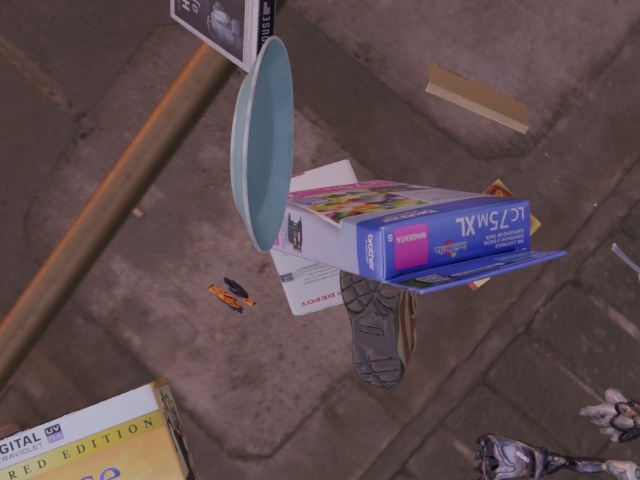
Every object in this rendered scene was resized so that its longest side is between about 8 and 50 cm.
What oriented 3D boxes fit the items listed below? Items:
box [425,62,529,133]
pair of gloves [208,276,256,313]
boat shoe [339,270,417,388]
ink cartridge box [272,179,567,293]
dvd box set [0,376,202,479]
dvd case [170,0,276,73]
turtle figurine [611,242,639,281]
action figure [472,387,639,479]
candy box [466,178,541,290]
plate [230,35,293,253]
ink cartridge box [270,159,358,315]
[{"bbox_3d":[0.296,-0.269,1.675,0.201,0.164,0.021,25,115,0],"label":"box"},{"bbox_3d":[-0.153,0.095,1.559,0.074,0.083,0.010,40,111,8],"label":"pair of gloves"},{"bbox_3d":[0.113,0.102,1.581,0.122,0.120,0.324,12,118,27],"label":"boat shoe"},{"bbox_3d":[0.078,-0.015,0.923,0.311,0.185,0.065,18,115,57],"label":"ink cartridge box"},{"bbox_3d":[-0.195,0.358,0.697,0.307,0.062,0.420,-20,85,0],"label":"dvd box set"},{"bbox_3d":[-0.124,-0.325,1.086,0.238,0.029,0.179,41,136,43],"label":"dvd case"},{"bbox_3d":[0.587,0.133,1.474,0.198,0.274,0.266,29,127,49],"label":"turtle figurine"},{"bbox_3d":[0.254,0.200,0.716,0.275,0.141,0.164,1,83,-12],"label":"action figure"},{"bbox_3d":[0.277,-0.011,1.479,0.109,0.186,0.053,47,142,4],"label":"candy box"},{"bbox_3d":[-0.052,-0.082,0.775,0.024,0.188,0.188,4,93,8],"label":"plate"},{"bbox_3d":[0.000,0.000,1.753,0.197,0.273,0.114,-17,43,-1],"label":"ink cartridge box"}]
